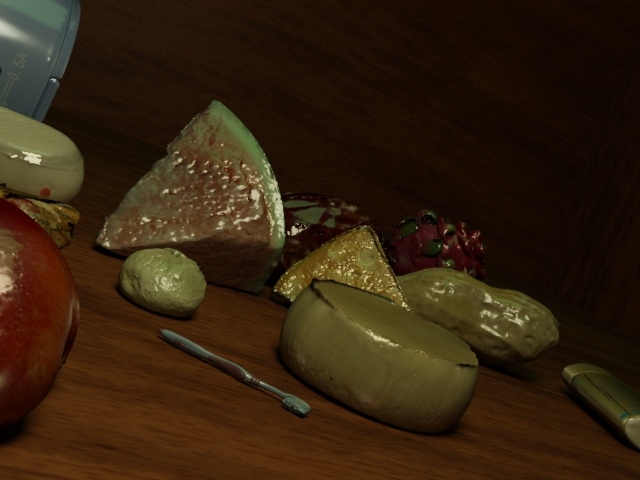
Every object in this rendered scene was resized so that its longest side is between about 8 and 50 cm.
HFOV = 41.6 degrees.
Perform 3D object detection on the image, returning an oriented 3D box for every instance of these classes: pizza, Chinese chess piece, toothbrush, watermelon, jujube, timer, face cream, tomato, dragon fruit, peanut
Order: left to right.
[{"bbox_3d":[-0.275,0.032,0.611,0.200,0.139,0.233,14,9,-13],"label":"tomato"},{"bbox_3d":[-0.536,-0.303,1.373,0.173,0.395,0.395,23,5,-30],"label":"timer"},{"bbox_3d":[-0.207,-0.014,1.326,0.283,0.292,0.250,53,-21,26],"label":"watermelon"},{"bbox_3d":[-0.094,0.137,0.890,0.193,0.013,0.019,25,16,20],"label":"toothbrush"},{"bbox_3d":[-0.009,0.007,1.476,0.243,0.183,0.183,10,12,-29],"label":"jujube"},{"bbox_3d":[0.032,0.089,1.339,0.188,0.204,0.080,60,-16,27],"label":"pizza"},{"bbox_3d":[0.073,0.138,1.040,0.250,0.103,0.250,23,7,-3],"label":"Chinese chess piece"},{"bbox_3d":[0.216,0.040,1.804,0.198,0.218,0.273,-29,35,-34],"label":"dragon fruit"},{"bbox_3d":[0.265,0.135,1.499,0.313,0.149,0.149,20,7,-4],"label":"peanut"},{"bbox_3d":[0.516,0.284,1.444,0.139,0.067,0.285,23,7,-9],"label":"face cream"}]

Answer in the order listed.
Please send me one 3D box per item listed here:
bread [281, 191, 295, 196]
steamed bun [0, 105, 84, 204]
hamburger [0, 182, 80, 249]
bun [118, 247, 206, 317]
[{"bbox_3d":[0.000,0.000,1.753,0.244,0.134,0.244,24,5,-2],"label":"bread"},{"bbox_3d":[-0.437,-0.102,1.153,0.228,0.131,0.177,25,17,9],"label":"steamed bun"},{"bbox_3d":[-0.364,-0.016,0.853,0.231,0.107,0.231,18,9,-3],"label":"hamburger"},{"bbox_3d":[-0.191,0.047,1.043,0.115,0.069,0.115,21,8,-3],"label":"bun"}]
